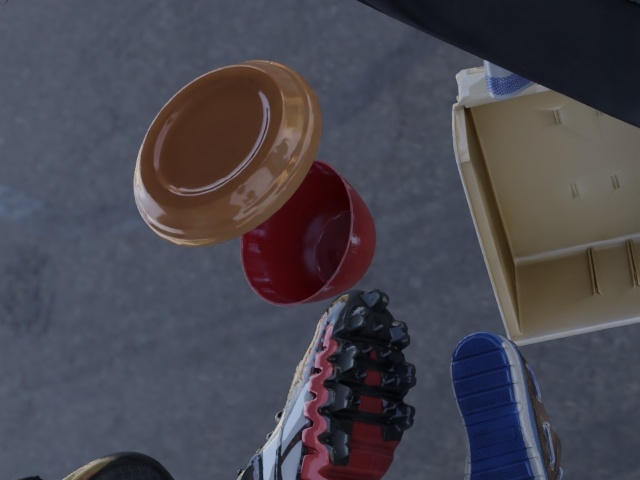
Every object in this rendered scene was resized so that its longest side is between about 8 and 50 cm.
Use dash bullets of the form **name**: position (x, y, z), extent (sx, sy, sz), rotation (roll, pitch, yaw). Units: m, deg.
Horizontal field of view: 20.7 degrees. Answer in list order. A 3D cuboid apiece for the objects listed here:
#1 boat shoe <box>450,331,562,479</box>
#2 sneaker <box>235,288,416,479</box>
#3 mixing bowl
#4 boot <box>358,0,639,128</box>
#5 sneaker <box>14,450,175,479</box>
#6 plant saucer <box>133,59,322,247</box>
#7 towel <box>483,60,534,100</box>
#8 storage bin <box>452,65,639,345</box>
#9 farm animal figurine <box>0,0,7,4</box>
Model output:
- **boat shoe**: position (0.138, 0.154, 1.206), extent (0.066, 0.066, 0.183), rotation (-14, 73, 33)
- **sneaker**: position (-0.010, 0.169, 1.290), extent (0.135, 0.098, 0.276), rotation (-1, 76, 44)
- **mixing bowl**: position (0.000, 0.000, 2.125), extent (0.181, 0.098, 0.181), rotation (-14, 68, 38)
- **boot**: position (0.145, -0.282, 1.111), extent (0.367, 0.445, 0.146), rotation (-53, 32, 28)
- **sneaker**: position (-0.187, 0.268, 1.283), extent (0.202, 0.185, 0.483), rotation (-53, -2, 21)
- **plant saucer**: position (-0.093, -0.088, 1.615), extent (0.200, 0.037, 0.200), rotation (-17, 51, 23)
- **towel**: position (0.178, -0.265, 1.306), extent (0.034, 0.209, 0.285), rotation (24, 139, 42)
- **storage bin**: position (0.278, -0.055, 1.655), extent (0.262, 0.260, 0.123), rotation (-11, 39, 11)
- **farm animal figurine**: position (-0.201, -0.365, 1.118), extent (0.330, 0.172, 0.326), rotation (115, 143, -50)
